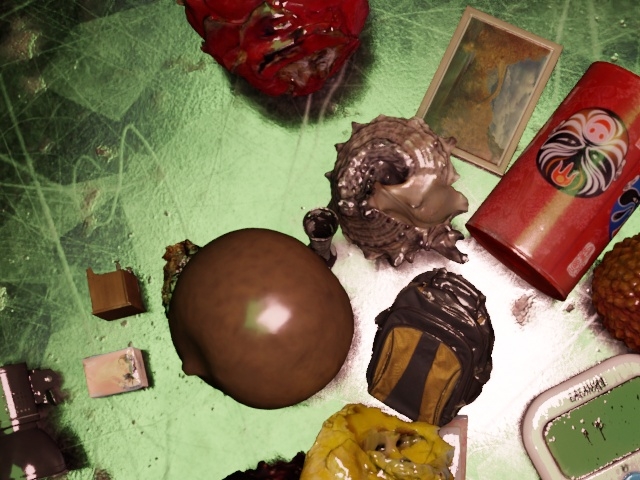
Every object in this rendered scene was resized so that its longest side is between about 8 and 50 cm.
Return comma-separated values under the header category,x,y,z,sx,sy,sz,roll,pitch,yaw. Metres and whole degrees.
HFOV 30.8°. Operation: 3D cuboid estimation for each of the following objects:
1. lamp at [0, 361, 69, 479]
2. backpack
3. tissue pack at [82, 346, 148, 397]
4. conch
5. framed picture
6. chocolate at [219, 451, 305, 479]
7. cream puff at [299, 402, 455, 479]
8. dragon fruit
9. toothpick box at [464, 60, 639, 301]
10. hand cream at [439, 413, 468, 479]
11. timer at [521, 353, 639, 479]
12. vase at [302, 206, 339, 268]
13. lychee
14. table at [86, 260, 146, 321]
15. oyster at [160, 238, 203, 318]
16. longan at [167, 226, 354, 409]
category,x,y,z,sx,sy,sz,roll,pitch,yaw
lamp,-0.505,0.289,1.916,0.172,0.147,0.227,-10,81,-37
backpack,0.181,0.159,1.837,0.206,0.258,0.133,25,42,12
tissue pack,-0.346,0.223,1.952,0.094,0.059,0.074,-15,83,4
conch,0.131,-0.078,1.865,0.240,0.186,0.313,-36,42,7
framed picture,0.278,-0.254,1.975,0.184,0.016,0.250,26,86,9
chocolate,-0.037,0.423,1.874,0.224,0.206,0.177,51,45,0
cream puff,0.103,0.361,1.767,0.185,0.281,0.282,-35,78,40
dragon fruit,-0.069,-0.397,1.885,0.329,0.329,0.329,-1,82,6
toothpick box,0.409,-0.093,1.847,0.204,0.204,0.333,39,88,9
hand cream,0.208,0.387,1.887,0.067,0.043,0.210,-1,77,8
timer,0.464,0.317,1.844,0.262,0.087,0.237,-27,81,1
vase,0.000,0.000,1.891,0.059,0.167,0.059,0,71,0
lychee,0.558,0.082,1.798,0.271,0.236,0.236,10,83,16
table,-0.346,0.084,1.960,0.070,0.083,0.082,-14,77,6
oyster,-0.234,0.064,1.977,0.086,0.029,0.132,-9,80,4
longan,-0.098,0.122,1.833,0.297,0.297,0.297,-1,82,6
